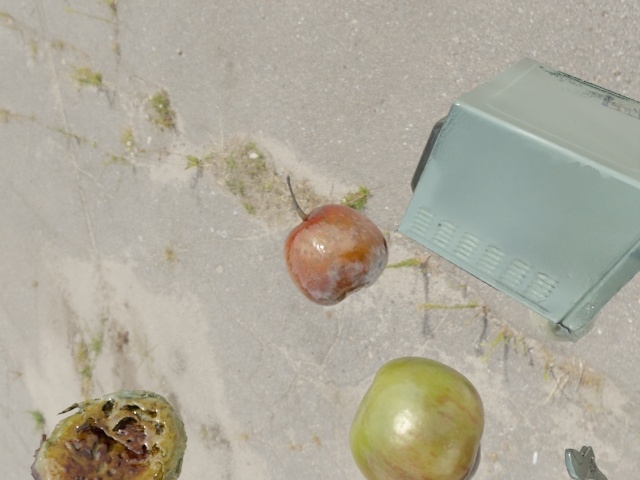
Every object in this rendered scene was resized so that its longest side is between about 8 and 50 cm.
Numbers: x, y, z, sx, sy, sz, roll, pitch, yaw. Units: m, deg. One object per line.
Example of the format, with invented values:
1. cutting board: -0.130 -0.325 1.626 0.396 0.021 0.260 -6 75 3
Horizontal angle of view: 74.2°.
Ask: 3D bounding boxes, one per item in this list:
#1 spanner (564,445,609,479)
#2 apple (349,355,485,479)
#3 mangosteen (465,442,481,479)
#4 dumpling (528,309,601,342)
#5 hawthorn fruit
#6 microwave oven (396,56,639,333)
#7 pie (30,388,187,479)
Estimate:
1. spanner: 0.656 0.566 0.966 0.325 0.093 0.026 44 148 -14
2. apple: 0.163 0.326 0.747 0.194 0.261 0.260 28 113 11
3. mangosteen: 0.298 0.578 1.187 0.275 0.302 0.274 23 120 49
4. dumpling: 0.552 0.151 1.001 0.173 0.247 0.142 37 118 17
5. hawthorn fruit: 0.027 0.030 0.973 0.263 0.231 0.235 50 124 39
6. microwave oven: 0.261 -0.073 0.502 0.238 0.295 0.181 32 132 19
7. pie: -0.402 0.423 0.844 0.308 0.308 0.085 40 128 25
